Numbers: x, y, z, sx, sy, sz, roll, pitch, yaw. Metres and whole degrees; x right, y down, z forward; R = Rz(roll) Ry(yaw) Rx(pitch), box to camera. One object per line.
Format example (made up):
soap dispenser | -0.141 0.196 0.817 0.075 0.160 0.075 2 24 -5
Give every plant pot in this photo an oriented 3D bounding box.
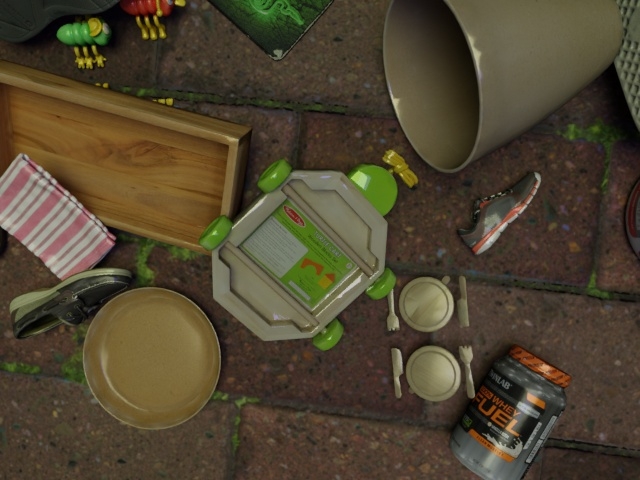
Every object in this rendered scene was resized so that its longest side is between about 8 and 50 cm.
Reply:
plant pot | 0.266 -0.261 0.718 0.274 0.256 0.257 -21 89 -12
plant pot | -0.279 0.195 0.853 0.236 0.032 0.236 0 90 4

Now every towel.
towel | -0.439 -0.027 0.815 0.144 0.029 0.197 -37 105 27

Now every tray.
tray | -0.323 -0.127 0.794 0.410 0.076 0.203 16 119 3

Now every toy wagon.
toy wagon | 0.000 0.000 0.773 0.344 0.068 0.267 -44 111 3

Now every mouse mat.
mouse mat | -0.089 -0.412 0.843 0.189 0.007 0.153 42 94 4

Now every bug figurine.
bug figurine | -0.318 -0.286 0.830 0.216 0.072 0.279 -6 91 5

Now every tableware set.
tableware set | 0.176 0.155 0.812 0.128 0.039 0.194 -6 84 20

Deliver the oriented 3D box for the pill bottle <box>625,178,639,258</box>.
pill bottle | 0.565 -0.031 0.617 0.210 0.363 0.210 0 91 4

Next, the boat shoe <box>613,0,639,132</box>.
boat shoe | 0.495 -0.362 0.704 0.155 0.187 0.501 -4 77 -14

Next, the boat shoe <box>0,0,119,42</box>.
boat shoe | -0.403 -0.411 0.786 0.320 0.118 0.103 -13 55 25

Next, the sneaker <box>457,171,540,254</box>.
sneaker | 0.277 -0.053 0.793 0.065 0.061 0.158 41 93 9

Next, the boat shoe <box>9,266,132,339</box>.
boat shoe | -0.407 0.106 0.831 0.223 0.080 0.073 -18 68 10

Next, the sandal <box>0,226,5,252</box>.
sandal | -0.600 -0.071 0.860 0.089 0.060 0.220 -7 90 5

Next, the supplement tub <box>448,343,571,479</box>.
supplement tub | 0.288 0.262 0.766 0.117 0.117 0.190 29 92 4
